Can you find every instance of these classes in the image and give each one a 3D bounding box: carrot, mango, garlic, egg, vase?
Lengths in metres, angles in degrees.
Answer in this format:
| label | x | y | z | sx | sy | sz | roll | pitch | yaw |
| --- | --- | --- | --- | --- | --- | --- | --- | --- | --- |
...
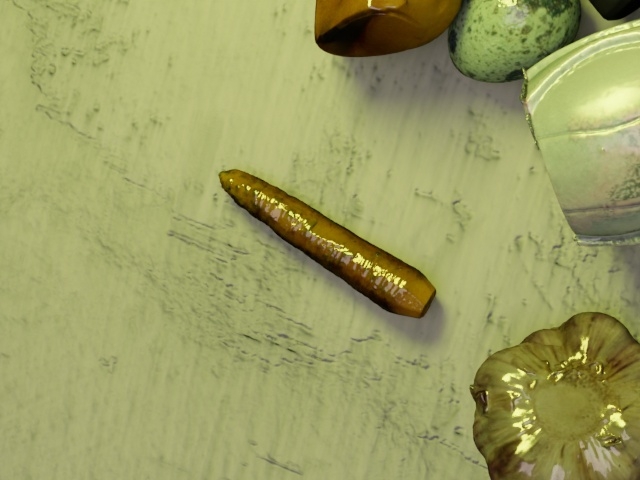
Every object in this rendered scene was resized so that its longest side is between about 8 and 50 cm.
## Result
| label | x | y | z | sx | sy | sz | roll | pitch | yaw |
| --- | --- | --- | --- | --- | --- | --- | --- | --- | --- |
| carrot | 0.000 | 0.000 | 2.100 | 0.314 | 0.066 | 0.066 | 31 | 107 | 13 |
| mango | 0.074 | -0.291 | 1.962 | 0.236 | 0.136 | 0.166 | -21 | 55 | 58 |
| garlic | 0.293 | 0.206 | 1.987 | 0.245 | 0.160 | 0.244 | -3 | 73 | 10 |
| egg | 0.217 | -0.247 | 1.950 | 0.172 | 0.132 | 0.132 | -37 | 85 | 33 |
| vase | 0.455 | -0.146 | 1.826 | 0.445 | 0.250 | 0.250 | -16 | 93 | 16 |

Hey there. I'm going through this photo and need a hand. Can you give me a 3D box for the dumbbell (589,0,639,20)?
| label | x | y | z | sx | sy | sz | roll | pitch | yaw |
| --- | --- | --- | --- | --- | --- | --- | --- | --- | --- |
| dumbbell | 0.311 | -0.369 | 1.887 | 0.152 | 0.152 | 0.218 | -40 | 84 | 20 |
